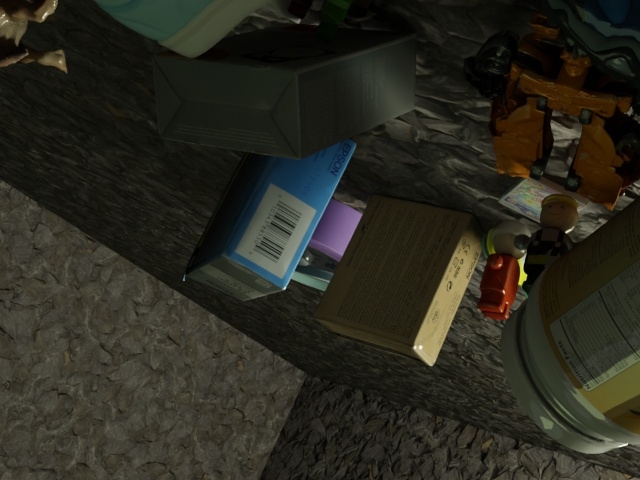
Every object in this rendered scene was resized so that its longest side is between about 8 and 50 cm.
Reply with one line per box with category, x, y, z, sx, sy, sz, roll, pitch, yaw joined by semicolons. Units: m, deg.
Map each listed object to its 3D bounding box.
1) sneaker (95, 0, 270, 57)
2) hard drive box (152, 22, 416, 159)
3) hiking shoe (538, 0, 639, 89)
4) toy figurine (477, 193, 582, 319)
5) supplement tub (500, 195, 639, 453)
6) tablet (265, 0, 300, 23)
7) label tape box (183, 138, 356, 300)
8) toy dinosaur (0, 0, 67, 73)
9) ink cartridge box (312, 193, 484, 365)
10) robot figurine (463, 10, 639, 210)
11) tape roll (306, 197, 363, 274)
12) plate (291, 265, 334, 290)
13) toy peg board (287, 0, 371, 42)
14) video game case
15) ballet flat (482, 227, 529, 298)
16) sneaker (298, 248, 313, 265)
sneaker;-0.096;-0.263;0.718;0.150;0.135;0.366;17;152;-28
hard drive box;-0.031;-0.165;0.957;0.181;0.089;0.232;12;-155;30
hiking shoe;0.310;-0.171;0.706;0.304;0.113;0.132;32;134;0
toy figurine;0.337;0.042;1.221;0.213;0.148;0.209;22;159;-7
supplement tub;0.361;0.076;0.950;0.228;0.228;0.316;29;136;-13
tablet;-0.057;-0.281;1.042;0.083;0.006;0.054;26;164;-5
label tape box;-0.096;-0.039;1.435;0.115;0.249;0.347;29;164;-12
toy dinosaur;-0.451;-0.301;1.197;0.200;0.296;0.127;-9;143;-17
ink cartridge box;0.127;0.058;1.434;0.193;0.235;0.088;14;160;37
robot figurine;0.251;-0.129;0.913;0.211;0.085;0.291;20;164;16
tape roll;0.000;0.000;1.720;0.274;0.090;0.275;23;165;6
plate;-0.002;0.072;1.709;0.188;0.024;0.188;17;172;3
toy peg board;-0.018;-0.274;0.866;0.160;0.079;0.161;26;164;-4
video game case;0.299;-0.053;1.223;0.087;0.011;0.122;25;165;-1
ballet flat;0.326;0.037;1.392;0.077;0.077;0.231;-11;149;30
sneaker;-0.118;0.032;1.654;0.223;0.098;0.083;16;162;33
